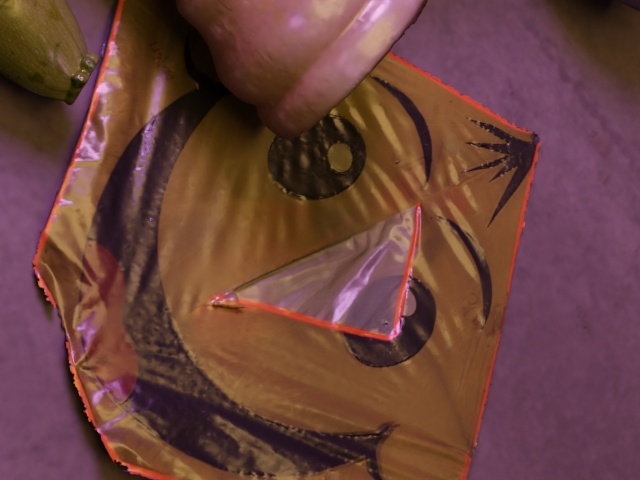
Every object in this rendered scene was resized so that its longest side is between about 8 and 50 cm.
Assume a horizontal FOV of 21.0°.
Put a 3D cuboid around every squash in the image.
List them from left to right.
[{"bbox_3d":[-0.180,-0.143,0.817,0.201,0.066,0.066,47,65,-16],"label":"squash"}]

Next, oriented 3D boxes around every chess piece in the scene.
[{"bbox_3d":[-0.124,-0.218,0.831,0.397,0.117,0.117,41,67,-15],"label":"chess piece"}]

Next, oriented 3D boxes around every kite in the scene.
[{"bbox_3d":[0.001,0.000,0.929,0.327,0.013,0.377,-24,93,-29],"label":"kite"}]

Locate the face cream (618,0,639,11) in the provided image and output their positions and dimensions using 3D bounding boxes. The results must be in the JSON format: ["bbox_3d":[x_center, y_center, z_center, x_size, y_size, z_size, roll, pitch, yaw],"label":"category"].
[{"bbox_3d":[0.187,-0.197,0.998,0.104,0.117,0.117,42,66,-28],"label":"face cream"}]
